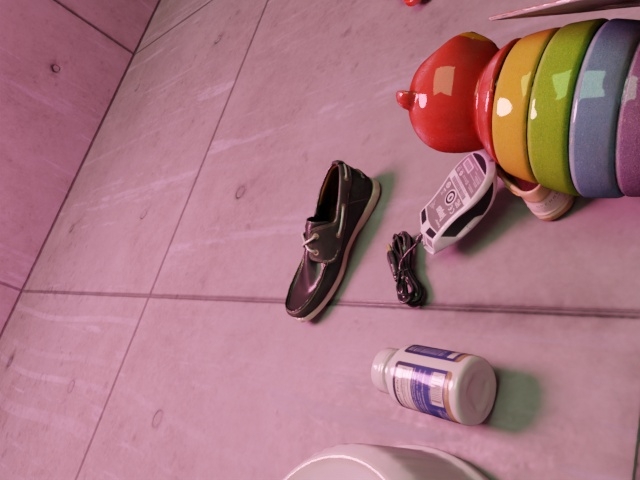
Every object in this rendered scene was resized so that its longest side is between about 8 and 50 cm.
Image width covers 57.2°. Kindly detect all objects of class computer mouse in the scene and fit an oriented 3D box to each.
[{"bbox_3d":[0.146,-0.018,0.681,0.193,0.042,0.106,-52,28,32],"label":"computer mouse"}]

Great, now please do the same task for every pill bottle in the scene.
[{"bbox_3d":[0.111,0.142,0.599,0.120,0.067,0.067,0,65,51],"label":"pill bottle"}]

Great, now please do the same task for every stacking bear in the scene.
[{"bbox_3d":[0.213,-0.128,0.539,0.288,0.175,0.165,15,106,39],"label":"stacking bear"}]

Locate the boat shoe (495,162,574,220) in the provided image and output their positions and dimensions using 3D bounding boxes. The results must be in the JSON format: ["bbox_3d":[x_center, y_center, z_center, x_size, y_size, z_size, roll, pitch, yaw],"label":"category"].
[{"bbox_3d":[0.218,-0.096,0.648,0.063,0.059,0.170,-43,39,21],"label":"boat shoe"}]

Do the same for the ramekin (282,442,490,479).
[{"bbox_3d":[0.043,0.306,0.510,0.272,0.127,0.273,-29,45,34],"label":"ramekin"}]

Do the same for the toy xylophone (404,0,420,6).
[{"bbox_3d":[0.158,-0.539,1.023,0.236,0.081,0.323,-53,36,9],"label":"toy xylophone"}]

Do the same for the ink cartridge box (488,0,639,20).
[{"bbox_3d":[0.311,-0.223,0.448,0.239,0.275,0.060,26,126,62],"label":"ink cartridge box"}]

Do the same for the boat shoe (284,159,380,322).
[{"bbox_3d":[0.000,0.000,0.830,0.084,0.079,0.233,16,80,52],"label":"boat shoe"}]
